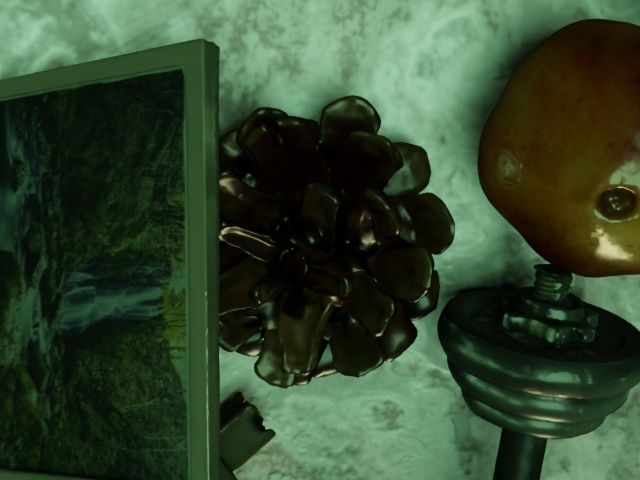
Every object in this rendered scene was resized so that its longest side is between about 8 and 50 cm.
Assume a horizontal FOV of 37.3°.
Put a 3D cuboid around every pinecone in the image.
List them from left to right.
[{"bbox_3d":[0.000,0.000,0.726,0.202,0.201,0.229,3,81,13],"label":"pinecone"}]

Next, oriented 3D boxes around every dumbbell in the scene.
[{"bbox_3d":[0.168,0.216,0.827,0.179,0.179,0.406,4,107,-7],"label":"dumbbell"}]

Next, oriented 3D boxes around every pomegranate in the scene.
[{"bbox_3d":[0.226,-0.072,0.737,0.209,0.209,0.209,-2,107,-6],"label":"pomegranate"}]

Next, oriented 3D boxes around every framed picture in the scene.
[{"bbox_3d":[-0.170,0.029,0.694,0.240,0.020,0.324,-2,86,31],"label":"framed picture"}]

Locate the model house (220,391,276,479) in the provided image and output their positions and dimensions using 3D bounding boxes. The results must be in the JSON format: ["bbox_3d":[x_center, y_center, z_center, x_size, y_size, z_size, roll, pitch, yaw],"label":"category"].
[{"bbox_3d":[-0.138,0.232,0.804,0.243,0.204,0.211,-41,106,-11],"label":"model house"}]
